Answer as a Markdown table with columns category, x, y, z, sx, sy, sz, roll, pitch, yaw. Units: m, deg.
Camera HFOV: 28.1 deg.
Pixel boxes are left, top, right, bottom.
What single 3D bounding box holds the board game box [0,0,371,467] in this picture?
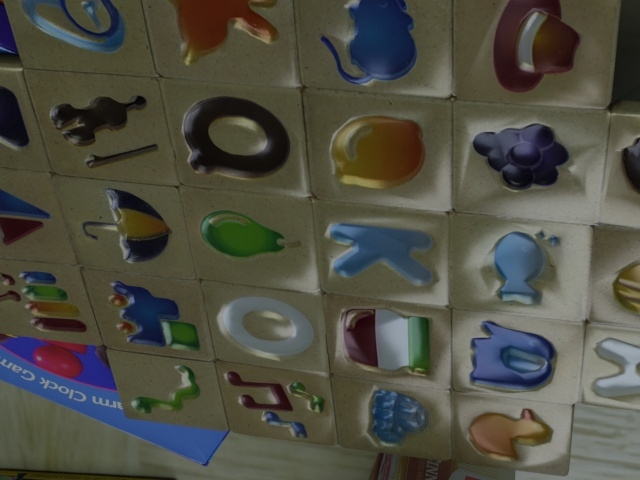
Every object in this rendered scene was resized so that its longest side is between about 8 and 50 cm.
| category | x | y | z | sx | sy | sz | roll | pitch | yaw |
| --- | --- | --- | --- | --- | --- | --- | --- | --- | --- |
| board game box | -0.166 | -0.038 | 0.621 | 0.347 | 0.078 | 0.233 | 25 | 136 | -9 |

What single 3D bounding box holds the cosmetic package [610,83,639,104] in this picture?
| category | x | y | z | sx | sy | sz | roll | pitch | yaw |
| --- | --- | --- | --- | --- | --- | --- | --- | --- | --- |
| cosmetic package | 0.126 | 0.002 | 0.585 | 0.099 | 0.060 | 0.239 | 43 | 145 | -10 |

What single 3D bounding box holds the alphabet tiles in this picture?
| category | x | y | z | sx | sy | sz | roll | pitch | yaw |
| --- | --- | --- | --- | --- | --- | --- | --- | --- | --- |
| alphabet tiles | 0.000 | 0.000 | 0.543 | 0.342 | 0.011 | 0.285 | 6 | 135 | 12 |

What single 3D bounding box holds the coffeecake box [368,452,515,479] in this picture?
| category | x | y | z | sx | sy | sz | roll | pitch | yaw |
| --- | --- | --- | --- | --- | --- | --- | --- | --- | --- |
| coffeecake box | 0.050 | 0.187 | 0.720 | 0.068 | 0.142 | 0.185 | 17 | 122 | 0 |

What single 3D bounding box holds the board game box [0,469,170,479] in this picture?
| category | x | y | z | sx | sy | sz | roll | pitch | yaw |
| --- | --- | --- | --- | --- | --- | --- | --- | --- | --- |
| board game box | -0.171 | 0.221 | 0.840 | 0.170 | 0.048 | 0.141 | 1 | 122 | 11 |
